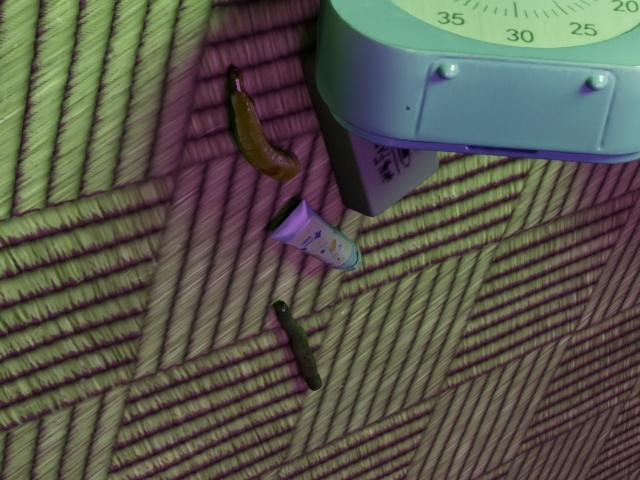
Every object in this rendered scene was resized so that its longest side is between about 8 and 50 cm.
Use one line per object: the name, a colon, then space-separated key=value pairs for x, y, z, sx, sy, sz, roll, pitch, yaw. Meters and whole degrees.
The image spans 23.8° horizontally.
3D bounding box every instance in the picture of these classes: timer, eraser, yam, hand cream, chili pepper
timer: x=0.182 y=-0.257 z=1.518 sx=0.395 sy=0.395 sz=0.173 roll=-27 pitch=143 yaw=-28
eraser: x=0.064 y=-0.143 z=1.763 sx=0.111 sy=0.077 sz=0.352 roll=-39 pitch=149 yaw=-12
yam: x=-0.026 y=0.143 z=2.044 sx=0.027 sy=0.029 sz=0.234 roll=-29 pitch=147 yaw=-6
hand cream: x=0.000 y=0.000 z=1.890 sx=0.065 sy=0.043 sz=0.171 roll=-48 pitch=147 yaw=6
chili pepper: x=-0.069 y=-0.114 z=1.673 sx=0.049 sy=0.043 sz=0.208 roll=-32 pitch=149 yaw=2
